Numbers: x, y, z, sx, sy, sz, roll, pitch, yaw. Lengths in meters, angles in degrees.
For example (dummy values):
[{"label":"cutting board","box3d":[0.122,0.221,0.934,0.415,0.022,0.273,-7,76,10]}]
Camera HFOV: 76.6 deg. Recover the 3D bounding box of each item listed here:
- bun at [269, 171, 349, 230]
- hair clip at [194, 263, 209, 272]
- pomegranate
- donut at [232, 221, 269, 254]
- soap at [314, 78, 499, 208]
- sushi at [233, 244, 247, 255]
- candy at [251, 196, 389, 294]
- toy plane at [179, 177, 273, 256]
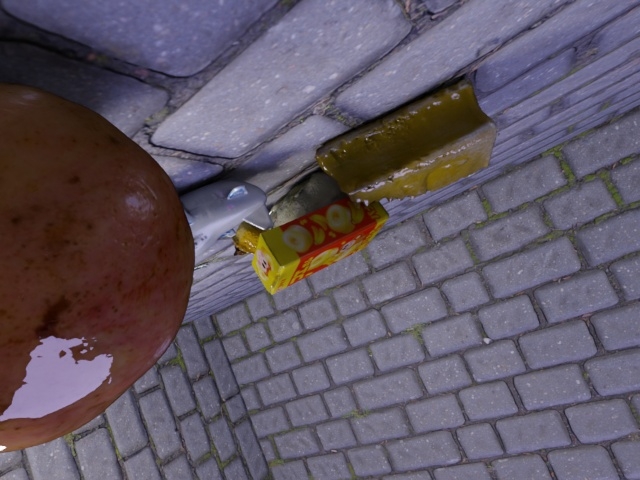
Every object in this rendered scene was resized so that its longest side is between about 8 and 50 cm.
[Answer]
[{"label":"bun","box3d":[-0.024,-0.075,1.011,0.239,0.141,0.239,-30,165,-9]},{"label":"hair clip","box3d":[-0.443,0.114,1.426,0.115,0.039,0.030,-26,177,2]},{"label":"pomegranate","box3d":[-0.286,0.032,0.344,0.338,0.338,0.338,-23,172,-4]},{"label":"donut","box3d":[-0.147,-0.011,1.100,0.178,0.162,0.065,-3,118,-50]},{"label":"soap","box3d":[0.187,-0.167,0.912,0.339,0.169,0.304,-24,162,8]},{"label":"sushi","box3d":[-0.229,0.014,1.312,0.120,0.052,0.055,-21,171,-15]},{"label":"candy","box3d":[0.000,0.000,0.860,0.276,0.088,0.146,-26,163,-27]},{"label":"toy plane","box3d":[-0.227,-0.038,0.781,0.267,0.122,0.267,-20,171,-3]}]
